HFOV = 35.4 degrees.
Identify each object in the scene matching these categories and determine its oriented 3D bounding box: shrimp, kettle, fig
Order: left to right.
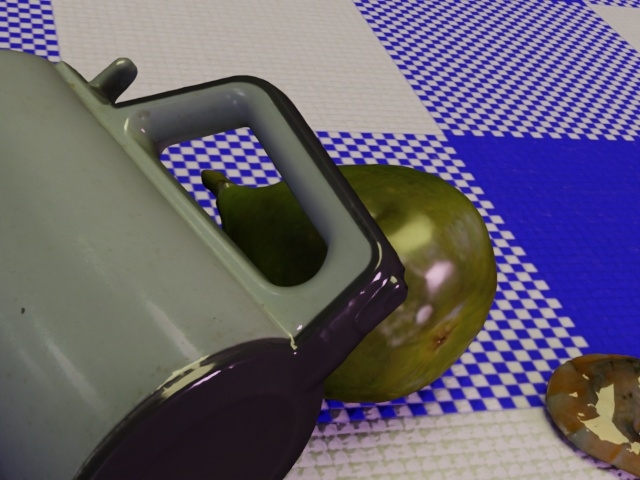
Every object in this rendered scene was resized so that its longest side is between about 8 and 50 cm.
[{"bbox_3d":[-0.152,0.017,0.781,0.361,0.250,0.376,-42,59,-7],"label":"kettle"},{"bbox_3d":[0.029,0.010,0.927,0.233,0.233,0.314,1,31,-18],"label":"fig"},{"bbox_3d":[0.339,0.173,0.946,0.254,0.059,0.145,16,38,4],"label":"shrimp"}]
